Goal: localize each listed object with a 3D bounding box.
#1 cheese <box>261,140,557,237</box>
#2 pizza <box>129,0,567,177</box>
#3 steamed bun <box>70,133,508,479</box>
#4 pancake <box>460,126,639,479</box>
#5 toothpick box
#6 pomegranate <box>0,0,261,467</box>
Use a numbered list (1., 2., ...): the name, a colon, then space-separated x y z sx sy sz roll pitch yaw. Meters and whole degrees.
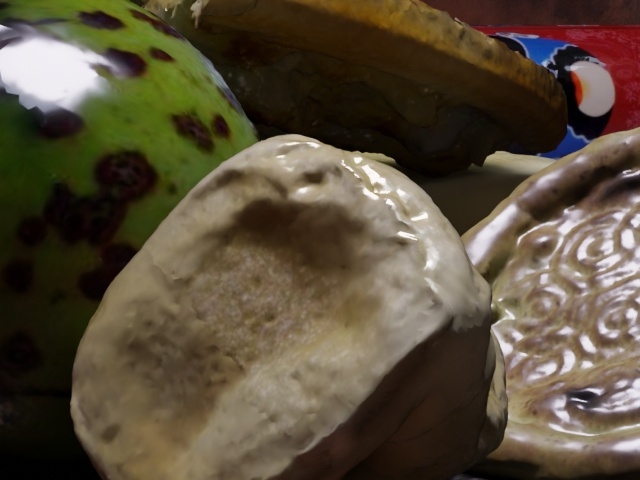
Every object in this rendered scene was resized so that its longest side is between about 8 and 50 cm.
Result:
1. cheese: 0.000 0.000 1.196 0.242 0.124 0.265 -4 8 -36
2. pizza: -0.004 -0.092 1.021 0.223 0.089 0.323 5 -8 40
3. steamed bun: 0.007 0.056 0.744 0.155 0.172 0.141 30 20 -52
4. pancake: 0.148 0.025 0.865 0.235 0.029 0.212 -43 41 -11
5. toothpick box: 0.119 -0.078 1.488 0.333 0.204 0.204 -3 8 -13
6. pomegranate: -0.098 0.014 0.873 0.306 0.242 0.242 31 0 -15
